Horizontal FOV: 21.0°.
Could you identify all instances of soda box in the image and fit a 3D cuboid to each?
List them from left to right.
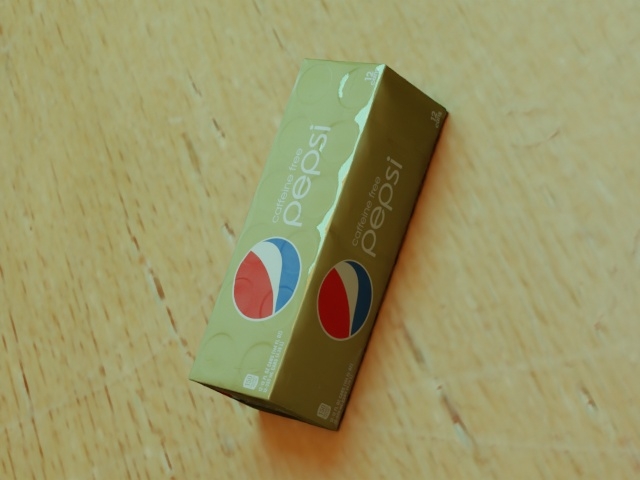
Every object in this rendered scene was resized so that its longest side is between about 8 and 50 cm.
[{"bbox_3d":[0.000,0.000,0.886,0.061,0.058,0.181,10,76,43],"label":"soda box"}]
